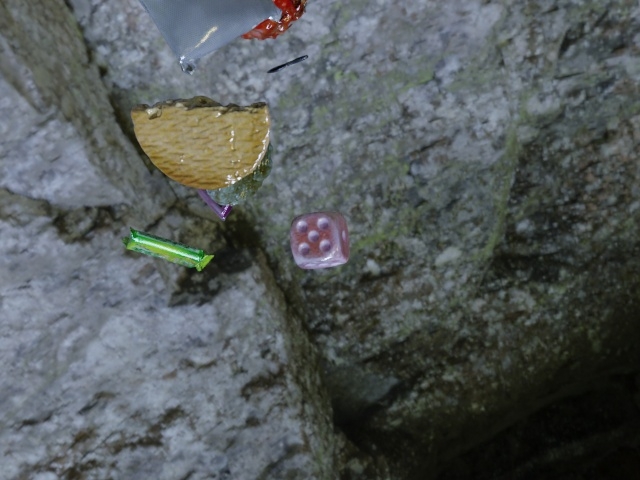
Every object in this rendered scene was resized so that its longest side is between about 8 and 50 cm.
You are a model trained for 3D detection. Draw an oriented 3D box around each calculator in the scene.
[{"bbox_3d":[-0.223,-0.153,1.580,0.034,0.191,0.127,-1,-143,-44],"label":"calculator"}]

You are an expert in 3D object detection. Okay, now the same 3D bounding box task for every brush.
[{"bbox_3d":[-0.057,-0.304,1.161,0.083,0.008,0.024,-15,-154,26],"label":"brush"}]

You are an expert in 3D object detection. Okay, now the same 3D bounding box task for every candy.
[{"bbox_3d":[-0.318,0.020,1.393,0.102,0.178,0.032,-27,-133,62],"label":"candy"}]

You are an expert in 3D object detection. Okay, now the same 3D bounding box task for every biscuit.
[{"bbox_3d":[-0.176,-0.149,1.032,0.224,0.145,0.033,0,-156,16],"label":"biscuit"}]

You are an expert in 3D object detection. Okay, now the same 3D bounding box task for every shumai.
[{"bbox_3d":[-0.196,-0.168,1.352,0.141,0.184,0.184,23,-125,26],"label":"shumai"}]

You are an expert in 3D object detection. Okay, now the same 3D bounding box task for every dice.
[{"bbox_3d":[0.000,0.000,1.219,0.091,0.093,0.094,-7,-101,16],"label":"dice"}]

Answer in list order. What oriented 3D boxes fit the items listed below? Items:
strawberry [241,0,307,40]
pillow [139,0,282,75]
[{"bbox_3d":[-0.148,-0.544,1.188,0.267,0.351,0.312,-16,-133,31],"label":"strawberry"},{"bbox_3d":[-0.152,-0.307,0.685,0.169,0.255,0.059,-39,-175,-37],"label":"pillow"}]
